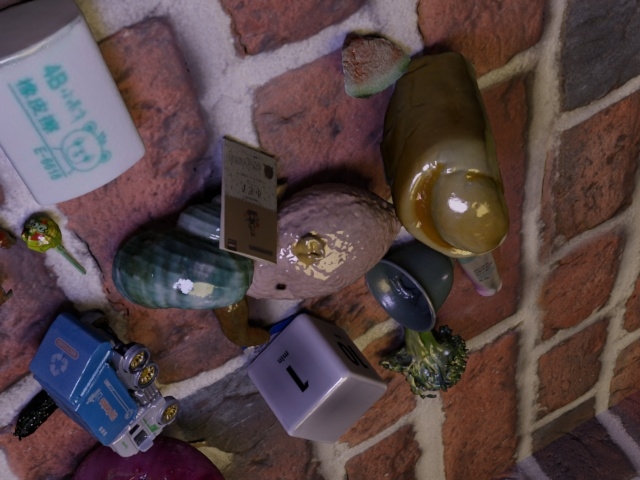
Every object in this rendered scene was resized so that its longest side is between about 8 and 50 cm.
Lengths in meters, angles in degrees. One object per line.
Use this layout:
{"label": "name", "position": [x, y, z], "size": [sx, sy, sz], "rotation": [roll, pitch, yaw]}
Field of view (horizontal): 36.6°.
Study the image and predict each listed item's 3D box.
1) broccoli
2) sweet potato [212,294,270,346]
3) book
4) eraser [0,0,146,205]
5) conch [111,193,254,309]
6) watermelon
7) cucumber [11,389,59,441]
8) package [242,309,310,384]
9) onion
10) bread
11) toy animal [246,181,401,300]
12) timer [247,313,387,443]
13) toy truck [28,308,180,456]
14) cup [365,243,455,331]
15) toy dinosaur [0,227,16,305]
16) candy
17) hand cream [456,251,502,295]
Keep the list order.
{"label": "broccoli", "position": [0.228, 0.254, 2.380], "size": [0.199, 0.177, 0.275], "rotation": [-21, 125, 41]}
{"label": "sweet potato", "position": [-0.166, 0.167, 1.983], "size": [0.081, 0.062, 0.233], "rotation": [-25, 143, -1]}
{"label": "book", "position": [-0.122, -0.066, 1.669], "size": [0.016, 0.198, 0.138], "rotation": [-13, 160, 36]}
{"label": "eraser", "position": [-0.380, -0.193, 1.375], "size": [0.189, 0.104, 0.290], "rotation": [-32, 145, -11]}
{"label": "conch", "position": [-0.215, 0.025, 1.689], "size": [0.277, 0.220, 0.195], "rotation": [-51, 168, -1]}
{"label": "watermelon", "position": [0.083, -0.301, 1.660], "size": [0.180, 0.081, 0.094], "rotation": [-15, 125, -51]}
{"label": "cucumber", "position": [-0.534, 0.318, 1.872], "size": [0.181, 0.053, 0.053], "rotation": [-44, 143, 13]}
{"label": "package", "position": [-0.089, 0.239, 2.159], "size": [0.171, 0.027, 0.173], "rotation": [-26, 144, -13]}
{"label": "onion", "position": [-0.374, 0.564, 2.097], "size": [0.359, 0.345, 0.358], "rotation": [-10, 124, -16]}
{"label": "bread", "position": [0.222, -0.121, 1.759], "size": [0.210, 0.341, 0.300], "rotation": [-15, 148, 9]}
{"label": "toy animal", "position": [0.006, -0.003, 1.829], "size": [0.359, 0.188, 0.226], "rotation": [-23, 148, -18]}
{"label": "timer", "position": [-0.007, 0.304, 2.114], "size": [0.194, 0.195, 0.192], "rotation": [-47, 145, 10]}
{"label": "toy truck", "position": [-0.398, 0.268, 1.807], "size": [0.175, 0.146, 0.367], "rotation": [-47, 149, -21]}
{"label": "cup", "position": [0.218, 0.080, 2.128], "size": [0.150, 0.199, 0.199], "rotation": [-40, 149, -27]}
{"label": "toy dinosaur", "position": [-0.578, 0.026, 1.483], "size": [0.206, 0.113, 0.327], "rotation": [-59, 158, -12]}
{"label": "candy", "position": [-0.436, 0.018, 1.620], "size": [0.194, 0.062, 0.058], "rotation": [65, 36, -62]}
{"label": "hand cream", "position": [0.357, 0.024, 2.249], "size": [0.111, 0.070, 0.312], "rotation": [-34, 140, 2]}
